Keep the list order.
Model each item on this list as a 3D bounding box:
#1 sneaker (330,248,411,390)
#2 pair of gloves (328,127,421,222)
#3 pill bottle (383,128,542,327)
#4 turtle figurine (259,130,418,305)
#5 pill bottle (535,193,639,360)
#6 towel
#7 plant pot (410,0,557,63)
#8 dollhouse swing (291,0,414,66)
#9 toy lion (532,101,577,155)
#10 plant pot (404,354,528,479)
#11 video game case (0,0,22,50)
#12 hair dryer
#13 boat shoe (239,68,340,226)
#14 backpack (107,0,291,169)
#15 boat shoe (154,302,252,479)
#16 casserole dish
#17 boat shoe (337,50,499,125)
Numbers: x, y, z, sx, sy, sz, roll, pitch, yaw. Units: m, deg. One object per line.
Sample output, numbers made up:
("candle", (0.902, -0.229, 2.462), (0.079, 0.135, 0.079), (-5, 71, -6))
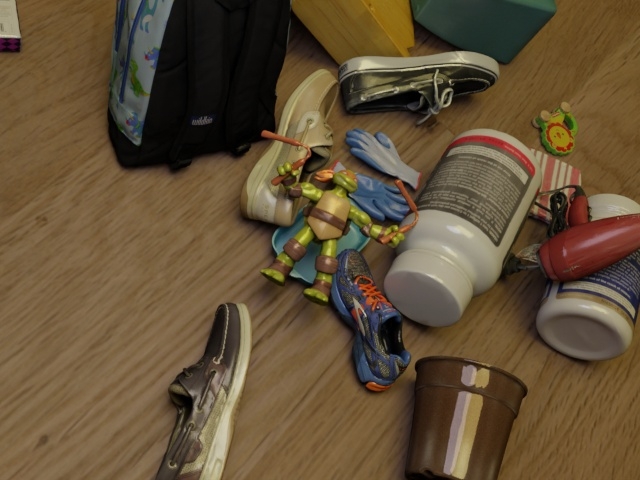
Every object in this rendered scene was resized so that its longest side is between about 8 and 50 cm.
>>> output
("sneaker", (0.083, 0.110, 1.243), (0.083, 0.087, 0.221), (-7, 69, -42))
("pair of gloves", (0.098, -0.116, 1.404), (0.159, 0.023, 0.198), (33, 45, -6))
("pill bottle", (0.226, -0.019, 1.327), (0.176, 0.176, 0.319), (34, 56, 0))
("turtle figurine", (-0.006, -0.028, 1.223), (0.269, 0.087, 0.217), (29, 80, -12))
("pill bottle", (0.467, 0.057, 1.389), (0.153, 0.153, 0.265), (29, 57, -3))
("towel", (0.388, -0.106, 1.527), (0.197, 0.029, 0.144), (23, 57, -4))
("plant pot", (0.298, -0.476, 1.599), (0.234, 0.166, 0.166), (6, 61, -23))
("dollhouse swing", (-0.029, -0.488, 1.561), (0.315, 0.304, 0.347), (39, 42, -49))
("toy lion", (0.468, -0.214, 1.614), (0.100, 0.034, 0.096), (-25, 81, -30))
("plant pot", (0.197, 0.272, 1.175), (0.167, 0.167, 0.165), (22, 65, -8))
("video game case", (-0.606, -0.392, 1.302), (0.232, 0.042, 0.210), (-6, 65, -23))
("hair dryer", (0.413, -0.027, 1.328), (0.224, 0.293, 0.080), (-51, 120, -19))
("boat shoe", (-0.025, -0.150, 1.333), (0.098, 0.109, 0.302), (18, 60, 16))
("backpack", (-0.181, -0.313, 1.231), (0.290, 0.355, 0.273), (-17, 69, -27))
("boat shoe", (-0.158, 0.209, 1.106), (0.092, 0.103, 0.285), (17, 64, -16))
("casserole dish", (0.000, 0.000, 1.316), (0.114, 0.037, 0.188), (44, 56, 7))
("boat shoe", (0.186, -0.274, 1.493), (0.306, 0.113, 0.105), (-2, 70, -19))
